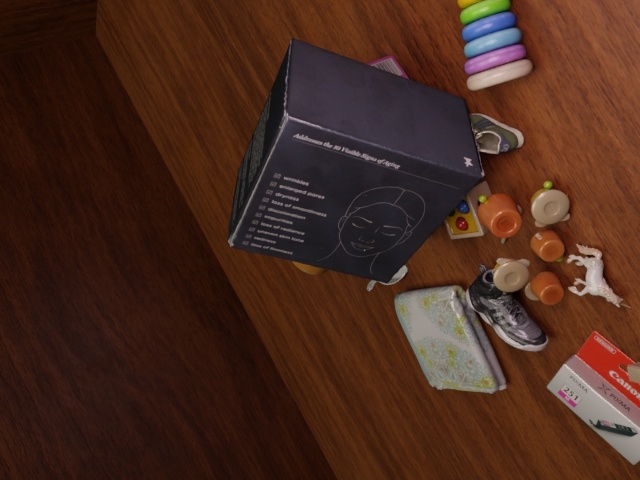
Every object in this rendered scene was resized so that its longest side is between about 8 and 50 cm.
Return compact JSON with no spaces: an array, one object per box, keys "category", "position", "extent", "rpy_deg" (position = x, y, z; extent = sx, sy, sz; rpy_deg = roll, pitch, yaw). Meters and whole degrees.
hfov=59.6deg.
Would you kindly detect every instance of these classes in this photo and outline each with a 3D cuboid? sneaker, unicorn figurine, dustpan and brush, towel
[{"category":"sneaker","position":[0.395,-0.261,1.373],"extent":[0.192,0.086,0.064],"rpy_deg":[34,141,43]},{"category":"sneaker","position":[0.516,0.178,1.533],"extent":[0.268,0.101,0.153],"rpy_deg":[44,150,36]},{"category":"unicorn figurine","position":[0.637,0.092,1.302],"extent":[0.111,0.060,0.161],"rpy_deg":[4,118,59]},{"category":"dustpan and brush","position":[0.219,0.119,2.024],"extent":[0.147,0.060,0.211],"rpy_deg":[51,150,20]},{"category":"towel","position":[0.421,0.327,1.848],"extent":[0.321,0.090,0.374],"rpy_deg":[-20,96,59]}]

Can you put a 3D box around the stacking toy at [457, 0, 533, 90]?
[{"category":"stacking toy","position":[0.350,-0.501,1.202],"extent":[0.141,0.141,0.329],"rpy_deg":[1,111,59]}]

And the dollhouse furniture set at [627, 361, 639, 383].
[{"category":"dollhouse furniture set","position":[0.746,0.231,1.111],"extent":[0.356,0.174,0.303],"rpy_deg":[6,118,56]}]

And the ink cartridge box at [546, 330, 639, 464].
[{"category":"ink cartridge box","position":[0.737,0.396,1.403],"extent":[0.275,0.060,0.238],"rpy_deg":[44,148,30]}]

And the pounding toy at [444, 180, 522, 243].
[{"category":"pounding toy","position":[0.427,-0.057,1.488],"extent":[0.206,0.094,0.180],"rpy_deg":[-9,106,61]}]

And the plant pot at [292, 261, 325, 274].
[{"category":"plant pot","position":[0.000,0.000,2.171],"extent":[0.205,0.205,0.188],"rpy_deg":[56,135,12]}]

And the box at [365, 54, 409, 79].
[{"category":"box","position":[0.109,-0.387,1.606],"extent":[0.117,0.214,0.243],"rpy_deg":[57,152,10]}]

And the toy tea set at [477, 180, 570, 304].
[{"category":"toy tea set","position":[0.504,0.011,1.387],"extent":[0.124,0.200,0.335],"rpy_deg":[-87,-14,-65]}]

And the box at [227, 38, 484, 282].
[{"category":"box","position":[0.064,-0.170,1.426],"extent":[0.471,0.481,0.297],"rpy_deg":[125,154,-49]}]
